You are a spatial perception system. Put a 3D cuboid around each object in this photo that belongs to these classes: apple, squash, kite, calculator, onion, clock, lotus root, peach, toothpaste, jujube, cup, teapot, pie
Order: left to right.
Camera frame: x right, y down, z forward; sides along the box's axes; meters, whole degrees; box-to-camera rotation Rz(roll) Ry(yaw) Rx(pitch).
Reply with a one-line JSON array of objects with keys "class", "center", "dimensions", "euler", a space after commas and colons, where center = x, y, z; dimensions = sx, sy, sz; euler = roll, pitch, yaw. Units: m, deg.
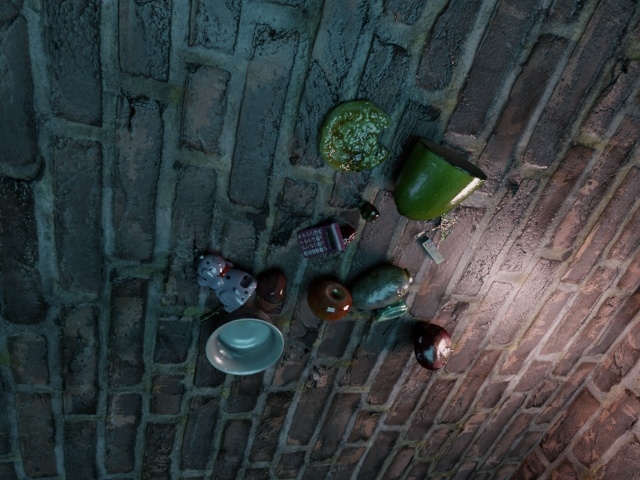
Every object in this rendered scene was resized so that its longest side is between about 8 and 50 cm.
[{"class": "clock", "center": [-0.416, 0.157, 1.695], "dimensions": [0.254, 0.189, 0.189], "euler": [41, 105, -16]}, {"class": "cup", "center": [-0.350, 0.444, 1.873], "dimensions": [0.348, 0.163, 0.347], "euler": [-6, 122, -9]}, {"class": "peach", "center": [-0.213, 0.205, 1.772], "dimensions": [0.152, 0.152, 0.152], "euler": [-6, 122, -9]}, {"class": "calculator", "center": [0.000, 0.000, 1.723], "dimensions": [0.191, 0.034, 0.126], "euler": [-14, 101, 17]}, {"class": "apple", "center": [0.038, 0.274, 1.840], "dimensions": [0.201, 0.201, 0.162], "euler": [10, 143, -18]}, {"class": "jujube", "center": [0.098, -0.011, 1.755], "dimensions": [0.129, 0.077, 0.077], "euler": [-37, 121, 6]}, {"class": "pie", "center": [0.133, -0.389, 1.540], "dimensions": [0.303, 0.067, 0.302], "euler": [-7, 123, -10]}, {"class": "teapot", "center": [0.199, -0.118, 1.717], "dimensions": [0.068, 0.076, 0.121], "euler": [-41, 94, 23]}, {"class": "lotus root", "center": [0.265, 0.227, 1.881], "dimensions": [0.350, 0.175, 0.175], "euler": [-28, 123, 4]}, {"class": "clock", "center": [0.348, 0.333, 1.967], "dimensions": [0.160, 0.065, 0.211], "euler": [-14, 157, -9]}, {"class": "onion", "center": [0.576, 0.562, 2.141], "dimensions": [0.252, 0.219, 0.251], "euler": [-4, 95, -50]}, {"class": "squash", "center": [0.437, -0.198, 1.591], "dimensions": [0.311, 0.310, 0.308], "euler": [18, 117, -22]}, {"class": "toothpaste", "center": [0.532, 0.047, 1.911], "dimensions": [0.046, 0.034, 0.164], "euler": [-37, 121, 11]}, {"class": "kite", "center": [0.531, -0.060, 1.839], "dimensions": [0.245, 0.006, 0.197], "euler": [-17, 114, -14]}]

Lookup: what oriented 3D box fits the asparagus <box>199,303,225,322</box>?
[{"class": "asparagus", "center": [-0.482, 0.330, 1.853], "dimensions": [0.165, 0.030, 0.036], "euler": [-32, 112, 8]}]
